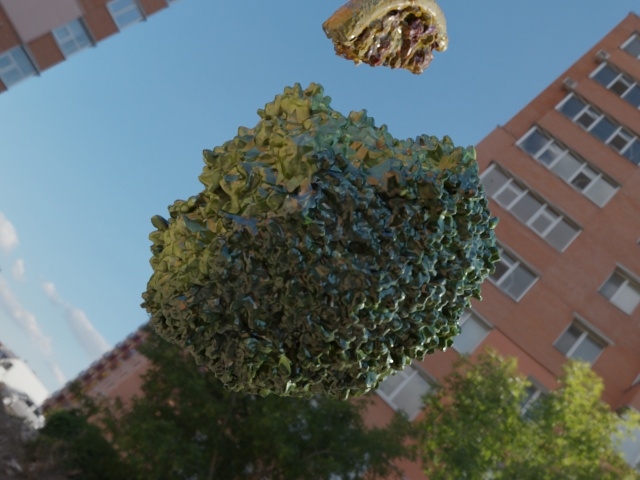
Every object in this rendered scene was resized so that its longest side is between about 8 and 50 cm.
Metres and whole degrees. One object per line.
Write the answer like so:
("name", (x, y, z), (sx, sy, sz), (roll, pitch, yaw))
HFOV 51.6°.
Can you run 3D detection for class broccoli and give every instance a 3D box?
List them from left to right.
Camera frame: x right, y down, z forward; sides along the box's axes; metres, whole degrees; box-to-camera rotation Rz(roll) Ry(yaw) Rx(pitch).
("broccoli", (0.008, 0.001, 0.561), (0.288, 0.260, 0.235), (13, -26, -23))

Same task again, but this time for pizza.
("pizza", (0.102, -0.275, 0.876), (0.058, 0.246, 0.127), (43, -67, 32))
